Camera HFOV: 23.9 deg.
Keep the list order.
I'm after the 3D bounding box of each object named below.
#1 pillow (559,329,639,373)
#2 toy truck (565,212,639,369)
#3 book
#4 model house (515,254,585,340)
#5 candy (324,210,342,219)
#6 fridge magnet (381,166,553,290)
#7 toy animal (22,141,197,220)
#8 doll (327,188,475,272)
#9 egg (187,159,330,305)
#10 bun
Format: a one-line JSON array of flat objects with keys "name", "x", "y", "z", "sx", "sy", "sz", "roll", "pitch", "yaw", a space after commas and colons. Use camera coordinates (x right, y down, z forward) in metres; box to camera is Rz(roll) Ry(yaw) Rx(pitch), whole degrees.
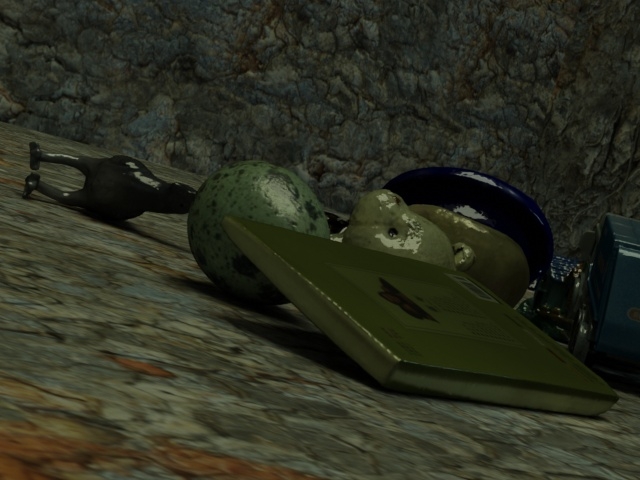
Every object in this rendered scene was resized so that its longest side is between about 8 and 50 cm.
[{"name": "pillow", "x": 0.414, "y": 0.154, "z": 2.005, "sx": 0.217, "sy": 0.033, "sz": 0.130, "roll": 12, "pitch": 11, "yaw": -42}, {"name": "toy truck", "x": 0.392, "y": 0.072, "z": 1.863, "sx": 0.146, "sy": 0.175, "sz": 0.367, "roll": 15, "pitch": 13, "yaw": 2}, {"name": "book", "x": 0.095, "y": 0.070, "z": 1.350, "sx": 0.352, "sy": 0.035, "sz": 0.239, "roll": 13, "pitch": 22, "yaw": -49}, {"name": "model house", "x": 0.364, "y": 0.070, "z": 2.169, "sx": 0.119, "sy": 0.149, "sz": 0.148, "roll": 15, "pitch": 2, "yaw": -15}, {"name": "candy", "x": -0.003, "y": 0.003, "z": 2.063, "sx": 0.141, "sy": 0.078, "sz": 0.203, "roll": 29, "pitch": -7, "yaw": 7}, {"name": "fridge magnet", "x": 0.196, "y": -0.002, "z": 2.130, "sx": 0.265, "sy": 0.113, "sz": 0.265, "roll": 14, "pitch": -37, "yaw": 11}, {"name": "toy animal", "x": -0.272, "y": -0.069, "z": 1.864, "sx": 0.205, "sy": 0.081, "sz": 0.367, "roll": 10, "pitch": -1, "yaw": -29}, {"name": "doll", "x": 0.033, "y": 0.006, "z": 1.797, "sx": 0.278, "sy": 0.149, "sz": 0.175, "roll": 4, "pitch": 27, "yaw": 40}, {"name": "egg", "x": -0.056, "y": -0.005, "z": 1.457, "sx": 0.132, "sy": 0.132, "sz": 0.172, "roll": 14, "pitch": 19, "yaw": -38}, {"name": "bun", "x": 0.175, "y": 0.040, "z": 1.956, "sx": 0.178, "sy": 0.128, "sz": 0.193, "roll": 19, "pitch": -7, "yaw": 30}]
